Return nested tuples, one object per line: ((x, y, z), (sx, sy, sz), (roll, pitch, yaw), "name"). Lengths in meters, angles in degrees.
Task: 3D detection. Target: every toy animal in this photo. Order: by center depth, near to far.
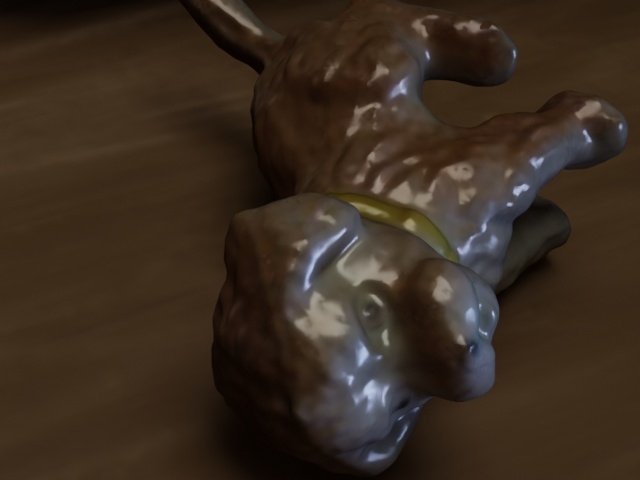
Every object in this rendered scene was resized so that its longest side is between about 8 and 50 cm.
((-0.009, -0.010, 0.647), (0.183, 0.104, 0.185), (26, 48, 11), "toy animal")
